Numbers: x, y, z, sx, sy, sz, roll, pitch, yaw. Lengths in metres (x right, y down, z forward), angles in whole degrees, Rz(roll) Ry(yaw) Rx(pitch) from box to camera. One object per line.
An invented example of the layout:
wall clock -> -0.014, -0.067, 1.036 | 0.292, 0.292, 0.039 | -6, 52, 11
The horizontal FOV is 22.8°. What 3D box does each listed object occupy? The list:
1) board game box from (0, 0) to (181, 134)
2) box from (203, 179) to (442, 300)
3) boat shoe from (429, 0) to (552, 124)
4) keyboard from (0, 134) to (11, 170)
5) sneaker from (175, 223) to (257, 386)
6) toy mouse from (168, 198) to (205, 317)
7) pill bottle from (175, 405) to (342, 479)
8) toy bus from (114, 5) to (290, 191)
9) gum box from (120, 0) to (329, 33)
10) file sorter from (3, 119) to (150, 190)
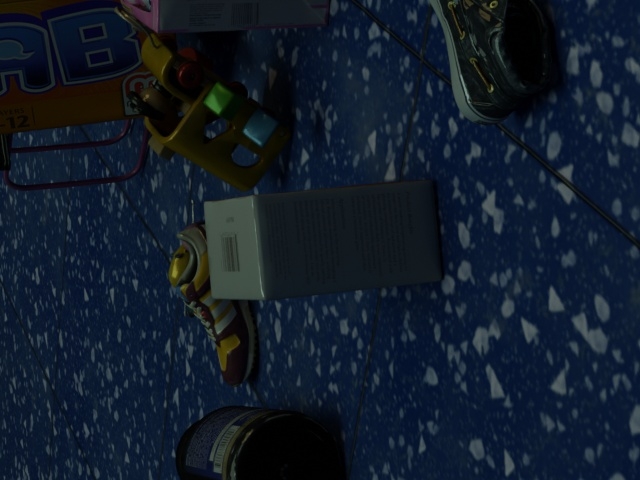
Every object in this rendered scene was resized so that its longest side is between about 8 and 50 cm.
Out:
board game box -> -0.361, -0.365, 1.761 | 0.357, 0.356, 0.356 | -106, 11, -45
box -> 0.000, 0.000, 1.393 | 0.130, 0.170, 0.091 | 175, 89, -66
boat shoe -> 0.129, -0.186, 1.215 | 0.083, 0.065, 0.183 | -31, 72, 61
keyboard -> -0.417, -0.183, 1.984 | 0.100, 0.038, 0.192 | 2, 101, 46
sneaker -> -0.123, 0.074, 1.785 | 0.069, 0.083, 0.186 | 172, 93, -66
toy mouse -> -0.149, 0.037, 1.900 | 0.143, 0.031, 0.161 | -147, 57, -61
pill bottle -> -0.074, 0.235, 1.658 | 0.219, 0.122, 0.123 | 173, 92, -66
toy bus -> -0.134, -0.131, 1.636 | 0.202, 0.191, 0.104 | 37, 97, 12
gum box -> -0.097, -0.245, 1.544 | 0.107, 0.188, 0.062 | -142, 51, -58
file sorter -> -0.352, -0.231, 2.101 | 0.182, 0.202, 0.291 | 111, 146, -46
